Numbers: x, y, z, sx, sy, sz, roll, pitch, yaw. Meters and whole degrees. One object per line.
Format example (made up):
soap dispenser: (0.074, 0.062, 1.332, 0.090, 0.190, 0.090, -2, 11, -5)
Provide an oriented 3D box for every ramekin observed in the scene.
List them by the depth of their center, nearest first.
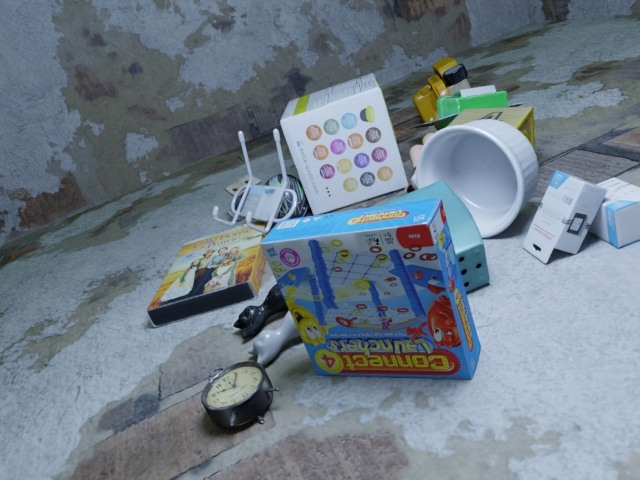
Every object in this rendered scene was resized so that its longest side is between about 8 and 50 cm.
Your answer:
ramekin: (0.382, -0.157, 1.295, 0.135, 0.277, 0.277, -29, 23, -38)

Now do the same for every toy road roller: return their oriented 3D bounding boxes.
toy road roller: (0.516, -0.626, 2.294, 0.240, 0.203, 0.330, -27, 23, 14)

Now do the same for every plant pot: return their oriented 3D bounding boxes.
plant pot: (0.258, 0.010, 1.171, 0.165, 0.166, 0.234, -22, 31, -3)

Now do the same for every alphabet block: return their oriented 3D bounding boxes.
alphabet block: (0.470, -0.251, 1.490, 0.197, 0.193, 0.193, 8, 37, 33)

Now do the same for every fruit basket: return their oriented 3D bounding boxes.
fruit basket: (0.506, -0.456, 1.941, 0.326, 0.166, 0.353, -11, 13, -9)

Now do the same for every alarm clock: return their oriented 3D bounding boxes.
alarm clock: (-0.165, 0.288, 1.029, 0.129, 0.064, 0.192, -33, 28, -25)

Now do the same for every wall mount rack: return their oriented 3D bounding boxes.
wall mount rack: (-0.207, -0.184, 1.698, 0.350, 0.130, 0.304, 11, 79, 48)

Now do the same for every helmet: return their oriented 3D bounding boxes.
helmet: (-0.119, -0.139, 1.806, 0.169, 0.170, 0.161, -16, 11, 12)

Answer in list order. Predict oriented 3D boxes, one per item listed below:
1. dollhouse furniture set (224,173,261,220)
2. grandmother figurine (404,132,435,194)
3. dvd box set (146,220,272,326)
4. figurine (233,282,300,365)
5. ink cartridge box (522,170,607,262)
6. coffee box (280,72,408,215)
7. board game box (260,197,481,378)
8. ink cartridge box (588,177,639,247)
dollhouse furniture set: (-0.242, -0.131, 1.975, 0.183, 0.129, 0.129, 33, 52, 26)
grandmother figurine: (0.314, -0.219, 1.612, 0.104, 0.208, 0.342, 25, 23, 0)
dvd box set: (-0.311, 0.080, 1.602, 0.307, 0.062, 0.420, -16, 24, 9)
figurine: (-0.085, 0.174, 1.201, 0.209, 0.092, 0.215, -33, 26, -9)
ink cartridge box: (0.507, -0.044, 1.126, 0.060, 0.180, 0.104, 13, 19, -14)
coffee box: (0.084, -0.339, 1.837, 0.334, 0.338, 0.338, -16, 22, 9)
board game box: (0.090, 0.096, 0.935, 0.308, 0.302, 0.086, -7, 27, 30)
ink cartridge box: (0.610, -0.063, 1.118, 0.092, 0.090, 0.143, -21, 24, -1)
